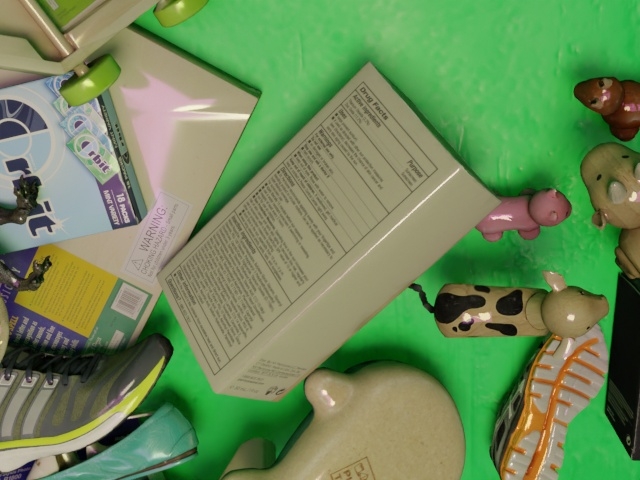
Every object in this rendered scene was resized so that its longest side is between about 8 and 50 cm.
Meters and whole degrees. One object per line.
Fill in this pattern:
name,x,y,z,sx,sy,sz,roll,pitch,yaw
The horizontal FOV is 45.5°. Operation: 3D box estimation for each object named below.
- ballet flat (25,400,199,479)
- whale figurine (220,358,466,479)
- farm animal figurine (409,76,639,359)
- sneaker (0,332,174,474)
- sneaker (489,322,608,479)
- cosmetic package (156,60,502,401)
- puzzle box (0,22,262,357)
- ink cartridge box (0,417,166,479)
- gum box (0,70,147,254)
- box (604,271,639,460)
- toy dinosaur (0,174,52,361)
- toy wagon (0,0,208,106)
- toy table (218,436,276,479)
ballet flat,-0.259,0.247,0.857,0.247,0.083,0.087,-24,82,1
whale figurine,0.020,0.236,0.819,0.272,0.141,0.216,-24,98,-21
farm animal figurine,0.280,0.008,0.685,0.327,0.172,0.330,37,98,21
sneaker,-0.295,0.158,0.799,0.300,0.111,0.121,-24,103,8
sneaker,0.246,0.177,0.859,0.084,0.083,0.215,26,90,-12
cosmetic package,0.000,0.000,0.747,0.309,0.160,0.113,-42,147,14
puzzle box,-0.273,-0.040,0.811,0.272,0.052,0.409,28,108,-8
ink cartridge box,-0.300,0.315,0.937,0.223,0.045,0.224,-16,108,7
gum box,-0.284,-0.074,0.750,0.184,0.041,0.157,-12,108,7
box,0.458,0.132,0.821,0.261,0.103,0.184,0,111,3
toy dinosaur,-0.319,0.006,0.724,0.118,0.064,0.268,-13,106,13
toy wagon,-0.204,-0.296,0.650,0.344,0.068,0.267,-48,123,-22
toy table,-0.120,0.355,0.833,0.161,0.274,0.252,-20,67,26
